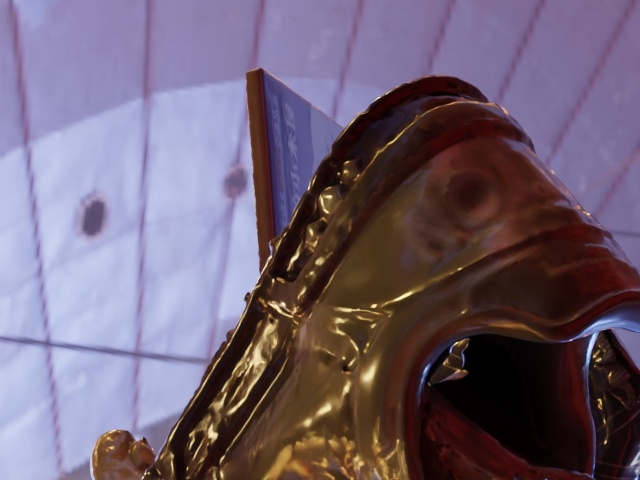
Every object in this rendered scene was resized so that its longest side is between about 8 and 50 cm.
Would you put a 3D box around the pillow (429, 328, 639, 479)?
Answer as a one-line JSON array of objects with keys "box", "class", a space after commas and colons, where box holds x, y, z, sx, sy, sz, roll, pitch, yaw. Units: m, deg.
[{"box": [0.037, 0.147, 0.881, 0.162, 0.335, 0.092, 59, -152, 0], "class": "pillow"}]

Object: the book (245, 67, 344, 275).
[{"box": [0.000, 0.000, 1.393, 0.322, 0.018, 0.228, 23, -119, -74], "class": "book"}]

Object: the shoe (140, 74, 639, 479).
[{"box": [0.025, 0.098, 0.611, 0.109, 0.149, 0.293, 2, -60, -38], "class": "shoe"}]

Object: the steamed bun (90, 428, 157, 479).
[{"box": [-0.129, 0.408, 1.478, 0.189, 0.247, 0.428, -33, -57, -27], "class": "steamed bun"}]
